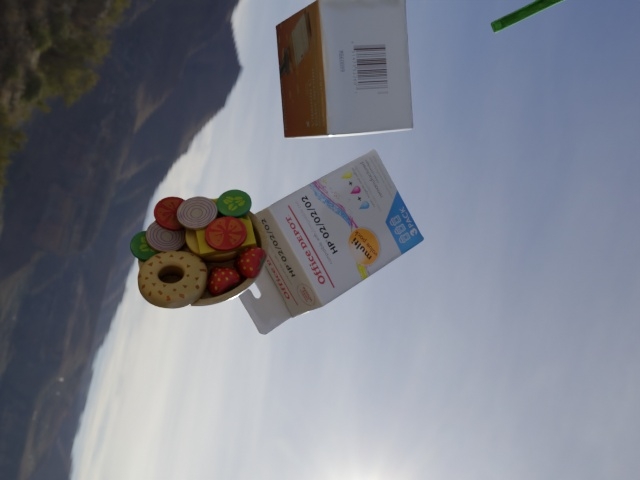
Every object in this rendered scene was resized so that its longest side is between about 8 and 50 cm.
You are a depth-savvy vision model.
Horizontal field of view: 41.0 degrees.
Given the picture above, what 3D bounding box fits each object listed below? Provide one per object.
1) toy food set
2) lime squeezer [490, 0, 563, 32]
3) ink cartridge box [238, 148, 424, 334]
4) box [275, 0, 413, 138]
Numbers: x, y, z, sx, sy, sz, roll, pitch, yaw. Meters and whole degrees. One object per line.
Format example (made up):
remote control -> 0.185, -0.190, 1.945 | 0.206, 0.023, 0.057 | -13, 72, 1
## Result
toy food set -> -0.073, 0.004, 0.522 | 0.020, 0.083, 0.082 | 86, -10, -54
lime squeezer -> 0.324, -0.302, 0.956 | 0.110, 0.059, 0.310 | -42, -170, -26
ink cartridge box -> 0.000, 0.000, 0.806 | 0.061, 0.181, 0.104 | -26, -85, 55
box -> 0.020, -0.173, 0.888 | 0.170, 0.091, 0.130 | -164, -111, -73
